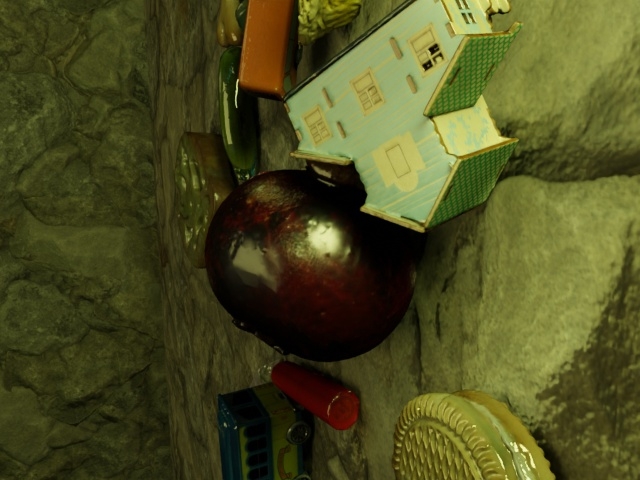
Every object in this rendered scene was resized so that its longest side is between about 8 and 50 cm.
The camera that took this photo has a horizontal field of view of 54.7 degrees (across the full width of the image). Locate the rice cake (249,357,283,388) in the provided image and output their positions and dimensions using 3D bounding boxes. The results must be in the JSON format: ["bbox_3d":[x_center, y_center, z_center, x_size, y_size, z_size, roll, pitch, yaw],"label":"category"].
[{"bbox_3d":[-0.152,0.409,1.509,0.064,0.070,0.399,64,150,30],"label":"rice cake"}]

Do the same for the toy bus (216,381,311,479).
[{"bbox_3d":[-0.122,0.460,1.314,0.138,0.175,0.288,-147,52,-60],"label":"toy bus"}]

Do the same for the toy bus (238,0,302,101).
[{"bbox_3d":[-0.063,-0.440,1.025,0.092,0.093,0.409,-36,-43,-69],"label":"toy bus"}]

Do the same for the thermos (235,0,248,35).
[{"bbox_3d":[-0.109,-0.400,1.247,0.073,0.083,0.188,83,168,-63],"label":"thermos"}]

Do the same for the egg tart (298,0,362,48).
[{"bbox_3d":[0.019,-0.407,0.905,0.232,0.098,0.252,-92,11,-65],"label":"egg tart"}]

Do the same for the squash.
[{"bbox_3d":[-0.191,-0.281,1.432,0.087,0.087,0.332,-172,75,-66],"label":"squash"}]

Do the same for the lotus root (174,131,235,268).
[{"bbox_3d":[-0.322,-0.115,1.746,0.375,0.111,0.391,5,98,61],"label":"lotus root"}]

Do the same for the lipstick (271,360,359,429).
[{"bbox_3d":[-0.016,0.286,1.176,0.279,0.073,0.073,-177,82,-65],"label":"lipstick"}]

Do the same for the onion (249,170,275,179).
[{"bbox_3d":[-0.086,-0.060,1.238,0.150,0.140,0.150,0,90,23],"label":"onion"}]

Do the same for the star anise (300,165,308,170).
[{"bbox_3d":[0.018,-0.071,1.027,0.208,0.063,0.172,158,104,-65],"label":"star anise"}]

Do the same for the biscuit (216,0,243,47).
[{"bbox_3d":[-0.214,-0.567,1.464,0.164,0.047,0.208,-151,59,-61],"label":"biscuit"}]

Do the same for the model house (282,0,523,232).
[{"bbox_3d":[0.113,-0.120,0.668,0.271,0.178,0.207,-26,85,41],"label":"model house"}]

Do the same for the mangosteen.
[{"bbox_3d":[-0.006,0.018,0.859,0.293,0.297,0.297,-57,6,-30],"label":"mangosteen"}]

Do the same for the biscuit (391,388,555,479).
[{"bbox_3d":[0.175,0.300,0.732,0.259,0.079,0.259,174,90,-66],"label":"biscuit"}]
